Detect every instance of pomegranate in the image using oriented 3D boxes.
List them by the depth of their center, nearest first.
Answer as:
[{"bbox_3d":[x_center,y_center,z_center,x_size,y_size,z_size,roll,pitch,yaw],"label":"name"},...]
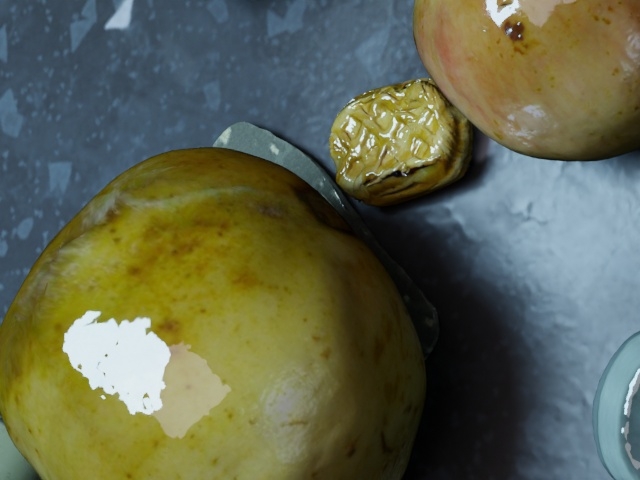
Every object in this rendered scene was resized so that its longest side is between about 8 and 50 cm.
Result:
[{"bbox_3d":[0.151,-0.136,1.051,0.191,0.191,0.191,-4,83,32],"label":"pomegranate"},{"bbox_3d":[-0.072,0.084,1.123,0.307,0.307,0.307,-4,83,32],"label":"pomegranate"}]

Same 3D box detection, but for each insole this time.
[{"bbox_3d":[0.000,0.000,1.233,0.248,0.011,0.081,47,112,26],"label":"insole"}]

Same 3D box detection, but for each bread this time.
[{"bbox_3d":[0.056,-0.071,1.186,0.111,0.044,0.083,-16,75,33],"label":"bread"}]

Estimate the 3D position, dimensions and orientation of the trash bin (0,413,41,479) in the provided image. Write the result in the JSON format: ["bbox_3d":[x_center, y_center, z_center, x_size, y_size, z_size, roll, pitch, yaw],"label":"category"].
[{"bbox_3d":[-0.341,0.191,1.371,0.243,0.121,0.247,39,102,29],"label":"trash bin"}]

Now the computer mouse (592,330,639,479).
[{"bbox_3d":[0.278,0.117,1.010,0.231,0.079,0.128,14,95,17],"label":"computer mouse"}]
